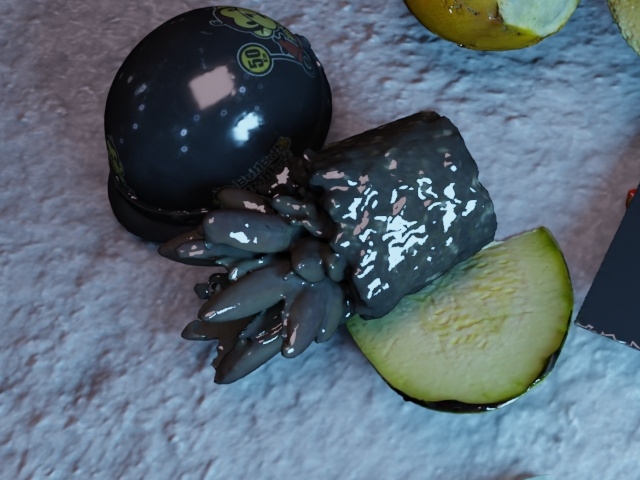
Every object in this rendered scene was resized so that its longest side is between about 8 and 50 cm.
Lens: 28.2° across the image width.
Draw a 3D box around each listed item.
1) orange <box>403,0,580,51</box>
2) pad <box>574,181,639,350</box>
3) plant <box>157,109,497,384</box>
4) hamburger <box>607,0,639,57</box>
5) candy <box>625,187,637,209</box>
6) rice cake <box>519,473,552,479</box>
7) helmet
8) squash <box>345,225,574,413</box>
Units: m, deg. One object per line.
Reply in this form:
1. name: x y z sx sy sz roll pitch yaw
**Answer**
1. orange: 0.190 -0.319 1.365 0.239 0.240 0.240 -3 64 6
2. pad: 0.427 -0.009 1.252 0.247 0.007 0.368 22 57 14
3. plant: 0.000 0.000 1.255 0.320 0.194 0.182 -24 98 -10
4. hamburger: 0.383 -0.297 1.305 0.192 0.167 0.288 25 101 32
5. candy: 0.382 -0.032 1.309 0.121 0.038 0.062 -12 63 1
6. rice cake: 0.118 0.280 1.189 0.221 0.042 0.080 -13 62 0
7. helmet: -0.132 -0.140 1.339 0.278 0.160 0.230 -35 56 -2
8. squash: 0.157 0.078 1.223 0.236 0.155 0.204 -24 66 -4
